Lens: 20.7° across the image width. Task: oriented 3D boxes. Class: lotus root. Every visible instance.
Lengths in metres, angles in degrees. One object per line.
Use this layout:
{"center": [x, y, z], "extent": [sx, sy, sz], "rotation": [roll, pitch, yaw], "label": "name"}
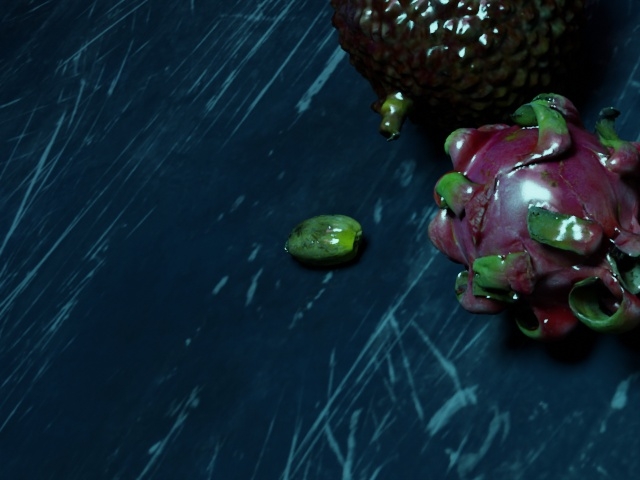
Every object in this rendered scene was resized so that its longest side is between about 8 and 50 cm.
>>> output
{"center": [0.000, 0.000, 1.810], "extent": [0.099, 0.049, 0.054], "rotation": [-7, 47, 40], "label": "lotus root"}

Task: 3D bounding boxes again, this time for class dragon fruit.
{"center": [0.218, -0.003, 1.559], "extent": [0.218, 0.198, 0.272], "rotation": [-28, 62, -10], "label": "dragon fruit"}

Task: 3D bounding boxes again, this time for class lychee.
{"center": [0.135, -0.221, 1.775], "extent": [0.264, 0.264, 0.300], "rotation": [14, 61, 44], "label": "lychee"}
